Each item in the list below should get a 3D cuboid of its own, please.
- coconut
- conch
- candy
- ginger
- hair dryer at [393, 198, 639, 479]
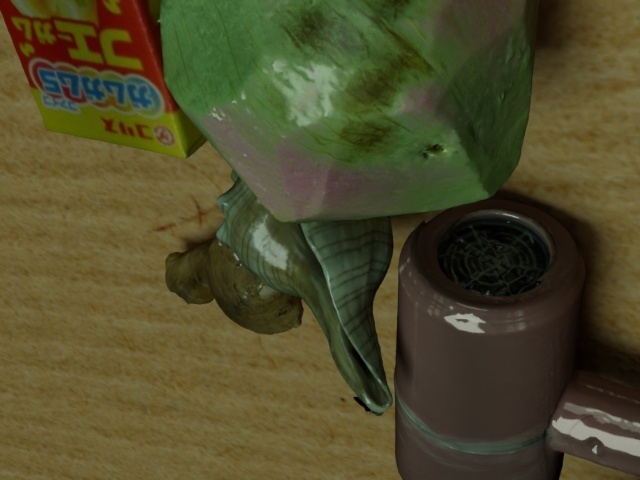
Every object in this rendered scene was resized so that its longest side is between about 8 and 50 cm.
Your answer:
[{"bbox_3d":[0.023,-0.113,1.087,0.236,0.236,0.204,40,178,2],"label":"coconut"},{"bbox_3d":[0.006,-0.012,1.268,0.234,0.114,0.137,40,152,44],"label":"conch"},{"bbox_3d":[-0.156,-0.196,1.259,0.146,0.088,0.276,13,136,32],"label":"candy"},{"bbox_3d":[-0.060,0.034,1.430,0.096,0.067,0.165,49,156,-10],"label":"ginger"},{"bbox_3d":[0.218,0.111,1.231,0.352,0.125,0.210,15,136,17],"label":"hair dryer"}]
